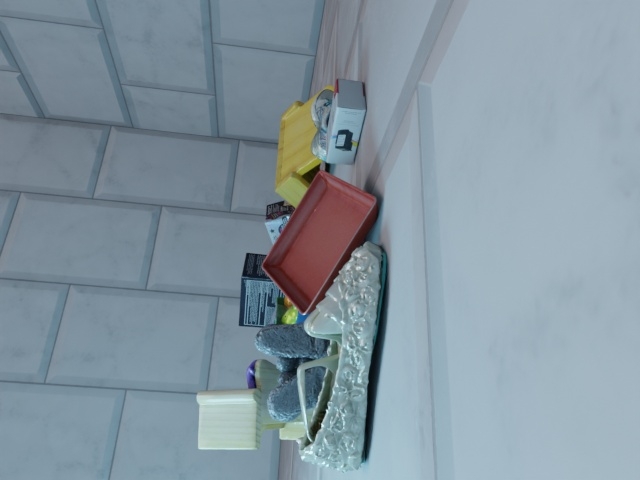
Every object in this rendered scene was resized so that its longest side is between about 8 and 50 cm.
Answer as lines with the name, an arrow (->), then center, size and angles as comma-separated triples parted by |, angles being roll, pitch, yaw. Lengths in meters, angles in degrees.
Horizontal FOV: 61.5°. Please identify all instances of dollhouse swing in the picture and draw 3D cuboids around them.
dollhouse swing -> 0.014, -0.326, 1.956 | 0.315, 0.305, 0.347 | 37, -134, -46

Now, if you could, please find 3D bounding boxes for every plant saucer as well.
plant saucer -> 0.000, 0.000, 1.107 | 0.259, 0.047, 0.258 | -58, 31, 4

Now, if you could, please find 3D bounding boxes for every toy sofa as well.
toy sofa -> -0.112, 0.376, 1.234 | 0.362, 0.150, 0.177 | 29, -124, -59

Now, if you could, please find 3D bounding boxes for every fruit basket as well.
fruit basket -> -0.070, 0.191, 1.802 | 0.327, 0.165, 0.353 | -100, 20, -70

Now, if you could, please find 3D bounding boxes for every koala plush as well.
koala plush -> -0.001, 0.261, 1.134 | 0.221, 0.203, 0.196 | 47, -151, -72

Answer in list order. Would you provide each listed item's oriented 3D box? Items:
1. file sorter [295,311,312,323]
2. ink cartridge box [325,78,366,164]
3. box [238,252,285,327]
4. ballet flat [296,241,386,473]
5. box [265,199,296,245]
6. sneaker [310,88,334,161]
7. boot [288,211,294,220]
file sorter -> 0.007, 0.152, 1.283 | 0.170, 0.118, 0.104 | 107, 170, -64
ink cartridge box -> 0.061, -0.299, 1.368 | 0.175, 0.072, 0.127 | 102, 171, -48
box -> -0.199, 0.230, 2.371 | 0.183, 0.294, 0.296 | -88, 7, -54
ballet flat -> 0.030, 0.201, 0.933 | 0.147, 0.147, 0.409 | 179, 98, -84
box -> -0.115, -0.017, 2.109 | 0.163, 0.142, 0.247 | -94, -13, -61
sneaker -> 0.043, -0.370, 1.627 | 0.122, 0.110, 0.283 | 129, 148, -46
boot -> -0.012, 0.037, 1.366 | 0.208, 0.076, 0.190 | 48, -137, -58
